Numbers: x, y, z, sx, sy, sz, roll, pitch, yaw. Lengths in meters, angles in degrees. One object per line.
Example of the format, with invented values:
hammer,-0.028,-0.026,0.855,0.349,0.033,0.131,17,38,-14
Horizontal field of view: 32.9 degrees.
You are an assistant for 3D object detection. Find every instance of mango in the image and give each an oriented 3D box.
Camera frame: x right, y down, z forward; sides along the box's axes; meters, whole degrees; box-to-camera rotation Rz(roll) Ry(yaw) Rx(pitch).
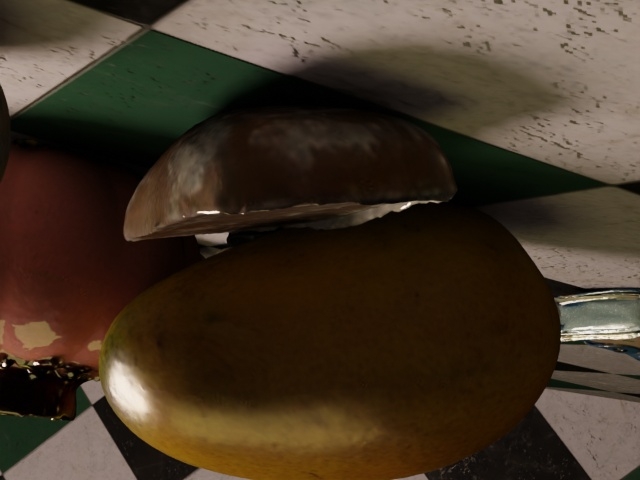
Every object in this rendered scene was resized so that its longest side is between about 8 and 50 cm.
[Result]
mango,0.009,0.090,0.888,0.378,0.221,0.264,-6,156,-18

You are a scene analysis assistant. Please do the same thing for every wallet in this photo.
wallet,0.372,0.100,1.245,0.202,0.059,0.141,15,162,-40

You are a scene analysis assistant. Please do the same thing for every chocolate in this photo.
chocolate,-0.032,-0.049,0.710,0.157,0.080,0.254,-2,177,-22

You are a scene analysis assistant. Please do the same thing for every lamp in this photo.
lamp,-0.262,0.043,0.978,0.306,0.239,0.305,6,169,1

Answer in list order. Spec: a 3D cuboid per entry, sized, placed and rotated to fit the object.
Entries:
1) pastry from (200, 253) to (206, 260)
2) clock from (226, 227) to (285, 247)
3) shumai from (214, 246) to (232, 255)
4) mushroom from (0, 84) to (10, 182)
pastry,-0.296,0.062,1.376,0.311,0.161,0.255,16,166,-40
clock,0.000,0.000,1.075,0.185,0.040,0.184,10,170,2
shumai,-0.076,0.072,1.338,0.146,0.116,0.145,8,169,2
mushroom,-0.272,-0.051,0.599,0.189,0.195,0.253,5,173,3
